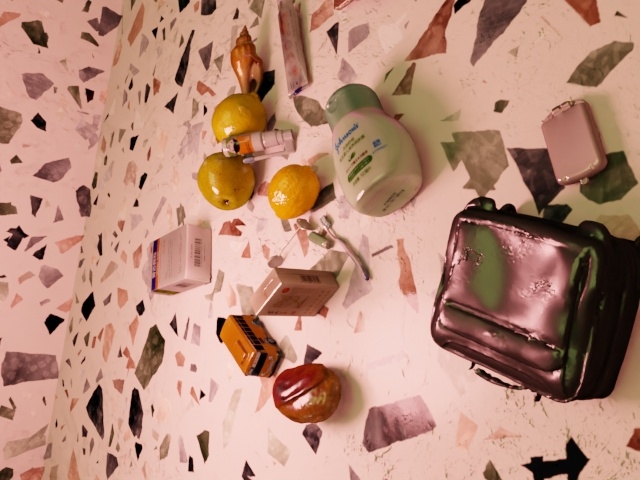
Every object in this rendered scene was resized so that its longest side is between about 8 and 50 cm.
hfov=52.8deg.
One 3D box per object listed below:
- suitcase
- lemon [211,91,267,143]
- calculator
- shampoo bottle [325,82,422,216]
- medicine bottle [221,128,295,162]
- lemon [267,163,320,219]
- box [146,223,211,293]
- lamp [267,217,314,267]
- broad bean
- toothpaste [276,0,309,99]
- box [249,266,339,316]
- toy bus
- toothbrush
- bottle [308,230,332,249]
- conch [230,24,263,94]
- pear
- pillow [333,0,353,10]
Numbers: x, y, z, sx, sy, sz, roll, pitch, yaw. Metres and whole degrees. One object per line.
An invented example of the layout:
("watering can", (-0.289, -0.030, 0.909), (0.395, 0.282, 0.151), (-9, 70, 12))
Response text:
("suitcase", (0.385, 0.110, 1.182), (0.345, 0.188, 0.339), (20, 104, 49))
("lemon", (-0.258, -0.386, 2.071), (0.173, 0.173, 0.206), (36, 96, 48))
("calculator", (0.480, -0.184, 1.224), (0.100, 0.032, 0.175), (-29, 61, 45))
("shampoo bottle", (0.115, -0.241, 1.595), (0.222, 0.151, 0.349), (-46, 49, 38))
("medicine bottle", (-0.188, -0.289, 1.974), (0.221, 0.061, 0.092), (-9, 85, 12))
("lemon", (-0.079, -0.135, 1.821), (0.187, 0.142, 0.142), (-60, 42, 32))
("box", (-0.516, 0.076, 2.340), (0.299, 0.106, 0.200), (-19, 66, 46))
("lamp", (-0.090, 0.019, 1.872), (0.198, 0.050, 0.056), (-54, 47, 28))
("broad bean", (-0.031, 0.394, 1.666), (0.228, 0.122, 0.156), (-11, 48, 43))
("toothpaste", (-0.087, -0.602, 1.995), (0.100, 0.066, 0.323), (-22, 70, 46))
("box", (-0.067, 0.139, 1.697), (0.141, 0.201, 0.058), (-52, 50, 32))
("toy bus", (-0.210, 0.310, 1.906), (0.201, 0.114, 0.098), (46, 118, 45))
("toothbrush", (0.062, 0.016, 1.708), (0.269, 0.021, 0.027), (53, 128, 42))
("bottle", (0.000, 0.000, 1.781), (0.083, 0.030, 0.030), (28, 104, 49))
("conch", (-0.240, -0.548, 2.156), (0.093, 0.109, 0.330), (-84, -9, -74))
("pear", (-0.303, -0.191, 2.069), (0.198, 0.198, 0.198), (-14, 72, 49))
("pillow", (0.075, -0.776, 1.844), (0.126, 0.043, 0.232), (-27, 62, 42))
